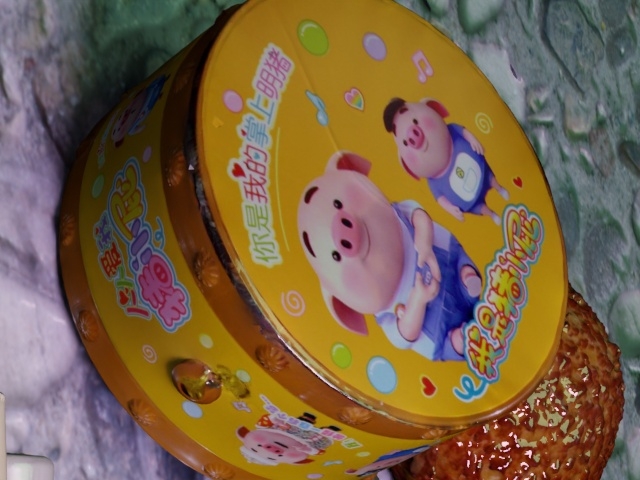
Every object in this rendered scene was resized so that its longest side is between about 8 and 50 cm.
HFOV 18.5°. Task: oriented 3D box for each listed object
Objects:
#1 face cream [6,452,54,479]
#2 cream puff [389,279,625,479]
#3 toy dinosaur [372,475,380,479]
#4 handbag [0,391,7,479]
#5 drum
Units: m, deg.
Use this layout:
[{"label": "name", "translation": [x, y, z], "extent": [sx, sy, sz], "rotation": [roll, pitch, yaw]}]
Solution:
[{"label": "face cream", "translation": [-0.245, 0.315, 1.460], "extent": [0.143, 0.089, 0.314], "rotation": [13, 76, -54]}, {"label": "cream puff", "translation": [0.192, 0.151, 2.046], "extent": [0.350, 0.228, 0.350], "rotation": [23, 60, -49]}, {"label": "toy dinosaur", "translation": [-0.005, 0.249, 1.898], "extent": [0.187, 0.087, 0.179], "rotation": [-18, 127, -41]}, {"label": "handbag", "translation": [-0.308, 0.268, 1.306], "extent": [0.236, 0.160, 0.359], "rotation": [21, 63, -57]}, {"label": "drum", "translation": [0.000, 0.000, 1.708], "extent": [0.431, 0.214, 0.431], "rotation": [21, 54, -32]}]
